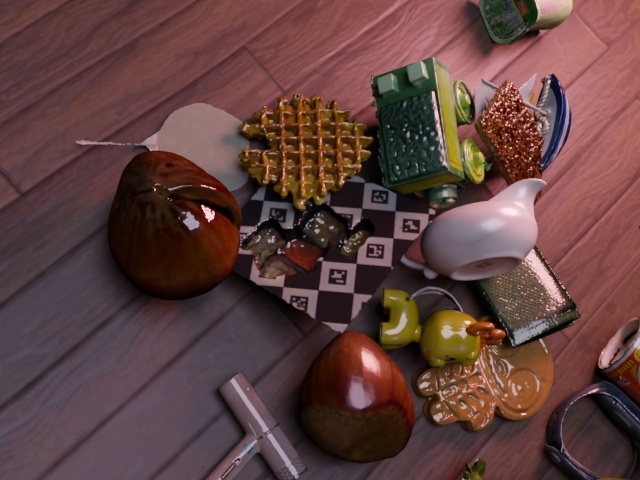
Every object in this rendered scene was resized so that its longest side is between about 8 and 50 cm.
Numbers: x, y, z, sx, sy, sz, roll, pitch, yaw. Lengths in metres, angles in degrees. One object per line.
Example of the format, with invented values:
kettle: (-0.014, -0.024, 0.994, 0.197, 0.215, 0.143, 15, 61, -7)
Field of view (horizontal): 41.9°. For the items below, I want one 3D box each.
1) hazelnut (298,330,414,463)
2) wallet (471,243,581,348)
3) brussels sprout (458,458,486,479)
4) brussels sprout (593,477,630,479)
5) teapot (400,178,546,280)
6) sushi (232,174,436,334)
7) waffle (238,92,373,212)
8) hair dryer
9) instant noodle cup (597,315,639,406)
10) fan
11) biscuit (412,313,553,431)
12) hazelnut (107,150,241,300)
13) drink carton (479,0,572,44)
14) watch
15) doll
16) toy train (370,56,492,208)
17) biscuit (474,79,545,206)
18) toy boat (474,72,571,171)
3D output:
hazelnut: (0.054, 0.259, 1.368, 0.210, 0.210, 0.186, 43, 88, -3)
wallet: (0.365, 0.077, 1.579, 0.160, 0.055, 0.236, -18, 64, -21)
brussels sprout: (0.260, 0.470, 1.414, 0.139, 0.100, 0.180, 8, 59, -38)
brussels sprout: (0.483, 0.544, 1.304, 0.315, 0.371, 0.275, 25, 47, -4)
teapot: (0.267, -0.009, 1.482, 0.298, 0.204, 0.139, -17, 72, 22)
sushi: (0.000, 0.000, 1.444, 0.294, 0.059, 0.292, 28, 62, 19)
waffle: (-0.028, -0.169, 1.493, 0.232, 0.051, 0.229, -39, 63, -23)
hair dryer: (-0.162, 0.347, 1.331, 0.220, 0.053, 0.195, -32, 85, -19)
instant noodle cup: (0.652, 0.257, 1.580, 0.212, 0.193, 0.193, 37, 65, 3)
fan: (-0.270, -0.164, 1.467, 0.310, 0.010, 0.182, 2, 72, -22)
biscuit: (0.305, 0.242, 1.529, 0.289, 0.044, 0.201, -13, 78, -25)
hazelnut: (-0.239, -0.032, 1.325, 0.217, 0.217, 0.251, -5, 53, -21)
drink carton: (0.441, -0.499, 1.767, 0.142, 0.144, 0.146, -14, 79, -33)
watch: (0.525, 0.376, 1.551, 0.193, 0.068, 0.206, -42, 87, -22)
doll: (0.208, 0.156, 1.455, 0.221, 0.143, 0.135, 6, 68, 9)
toy train: (0.198, -0.197, 1.530, 0.188, 0.159, 0.271, 14, 66, -56)
biscuit: (0.377, -0.176, 1.585, 0.131, 0.026, 0.237, -52, 123, -22)
toy boat: (0.395, -0.243, 1.631, 0.291, 0.067, 0.220, 14, 87, -45)
